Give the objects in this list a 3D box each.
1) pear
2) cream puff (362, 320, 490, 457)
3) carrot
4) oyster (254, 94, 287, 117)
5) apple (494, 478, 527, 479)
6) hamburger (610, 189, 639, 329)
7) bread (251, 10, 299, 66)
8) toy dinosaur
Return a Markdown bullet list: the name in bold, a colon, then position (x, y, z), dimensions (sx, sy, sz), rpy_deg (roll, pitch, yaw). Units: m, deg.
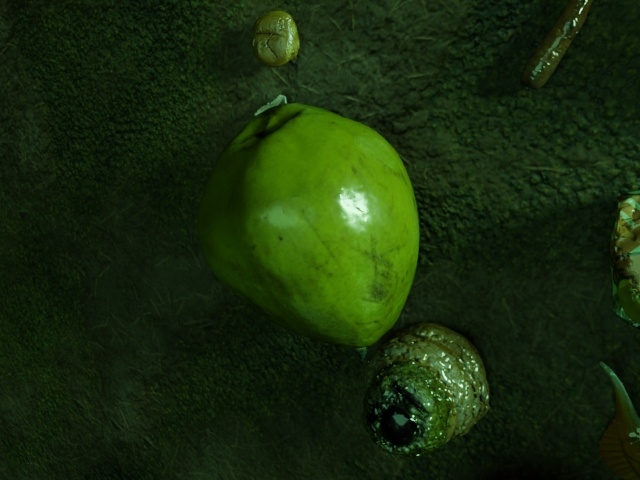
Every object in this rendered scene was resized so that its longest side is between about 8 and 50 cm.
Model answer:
- **pear**: position (0.000, 0.000, 0.774), dimensions (0.288, 0.287, 0.374), rpy_deg (-12, 106, 30)
- **cream puff**: position (0.128, 0.215, 0.785), dimensions (0.184, 0.169, 0.183), rpy_deg (5, 100, 30)
- **carrot**: position (0.297, -0.257, 0.691), dimensions (0.036, 0.036, 0.165), rpy_deg (38, 112, 19)
- **oyster**: position (-0.080, -0.190, 0.915), dimensions (0.093, 0.034, 0.051), rpy_deg (-40, 94, 17)
- **apple**: position (0.264, 0.415, 0.713), dimensions (0.242, 0.241, 0.241), rpy_deg (-1, 87, 17)
- **hamburger**: position (0.425, 0.049, 0.614), dimensions (0.214, 0.125, 0.234), rpy_deg (4, 86, 39)
- **bread**: position (-0.069, -0.311, 0.880), dimensions (0.081, 0.046, 0.083), rpy_deg (35, 112, 17)
- **toy dinosaur**: position (0.402, 0.260, 0.717), dimensions (0.212, 0.057, 0.142), rpy_deg (53, 138, 25)
